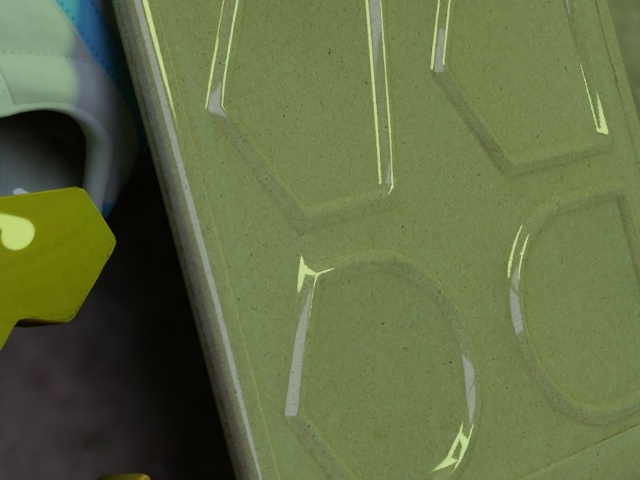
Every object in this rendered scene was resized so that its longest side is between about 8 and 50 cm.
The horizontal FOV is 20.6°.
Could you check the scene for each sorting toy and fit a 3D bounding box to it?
[{"bbox_3d":[0.000,0.000,0.509,0.307,0.041,0.229,-15,95,-44],"label":"sorting toy"}]

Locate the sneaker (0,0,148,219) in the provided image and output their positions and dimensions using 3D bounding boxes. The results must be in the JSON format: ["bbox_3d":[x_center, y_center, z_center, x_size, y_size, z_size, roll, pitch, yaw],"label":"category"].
[{"bbox_3d":[-0.111,-0.081,0.450,0.228,0.087,0.092,39,54,-49],"label":"sneaker"}]
